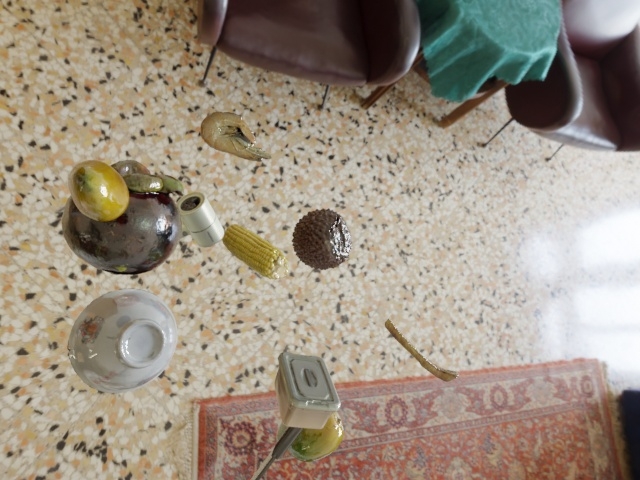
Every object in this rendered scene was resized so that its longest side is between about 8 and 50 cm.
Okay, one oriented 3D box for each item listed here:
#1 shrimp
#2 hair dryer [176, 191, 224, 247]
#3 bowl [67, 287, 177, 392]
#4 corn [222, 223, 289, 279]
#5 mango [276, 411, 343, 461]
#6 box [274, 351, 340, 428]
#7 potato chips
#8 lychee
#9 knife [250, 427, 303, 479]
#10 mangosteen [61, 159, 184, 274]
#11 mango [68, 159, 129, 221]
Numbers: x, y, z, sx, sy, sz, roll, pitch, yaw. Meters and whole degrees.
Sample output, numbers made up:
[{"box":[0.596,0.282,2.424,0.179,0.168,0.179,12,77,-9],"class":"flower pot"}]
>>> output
[{"box":[-0.117,-0.148,0.593,0.108,0.023,0.059,15,116,-19],"class":"shrimp"},{"box":[-0.580,-0.026,1.631,0.361,0.203,0.128,-28,47,-10],"class":"hair dryer"},{"box":[-0.595,0.325,1.328,0.345,0.157,0.346,6,81,-42],"class":"bowl"},{"box":[-0.171,0.026,1.057,0.081,0.248,0.081,-20,123,-34],"class":"corn"},{"box":[-0.034,0.532,1.147,0.114,0.251,0.156,46,54,-5],"class":"mango"},{"box":[-0.029,0.248,0.685,0.089,0.122,0.062,15,111,-22],"class":"box"},{"box":[0.202,0.229,0.847,0.204,0.026,0.037,40,89,-10],"class":"potato chips"},{"box":[0.000,0.000,1.236,0.187,0.188,0.188,6,75,-24],"class":"lychee"},{"box":[-0.111,0.458,0.851,0.028,0.060,0.230,40,78,0],"class":"knife"},{"box":[-0.478,-0.055,1.029,0.287,0.288,0.288,6,75,-24],"class":"mangosteen"},{"box":[-0.389,-0.084,0.726,0.089,0.163,0.111,-31,120,-12],"class":"mango"}]
